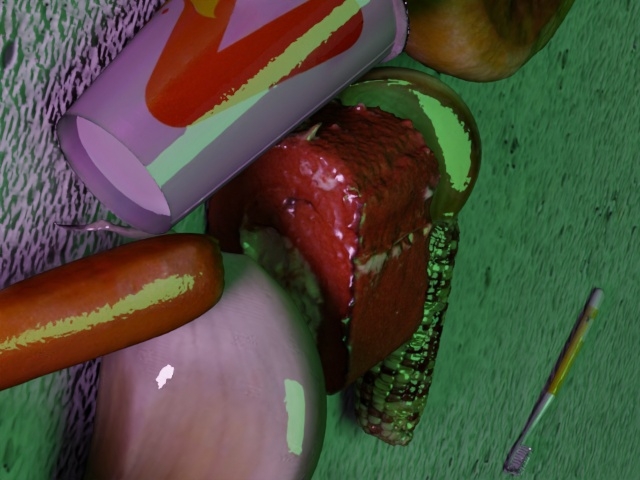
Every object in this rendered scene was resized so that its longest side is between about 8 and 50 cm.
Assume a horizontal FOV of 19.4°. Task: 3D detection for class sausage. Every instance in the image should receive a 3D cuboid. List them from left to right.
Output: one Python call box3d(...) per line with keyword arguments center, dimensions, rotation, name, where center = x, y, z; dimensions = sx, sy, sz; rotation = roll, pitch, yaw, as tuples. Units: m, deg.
box3d(center=(-0.212, 0.065, 1.537), dimensions=(0.300, 0.089, 0.083), rotation=(-21, 85, -24), name="sausage")

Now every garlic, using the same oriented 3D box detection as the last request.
box3d(center=(-0.115, 0.142, 1.734), dimensions=(0.231, 0.246, 0.340), rotation=(-73, 165, -82), name="garlic")
box3d(center=(0.083, -0.118, 1.933), dimensions=(0.128, 0.115, 0.206), rotation=(-42, 118, -3), name="garlic")

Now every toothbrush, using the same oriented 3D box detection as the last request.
box3d(center=(0.315, 0.185, 2.469), dimensions=(0.288, 0.024, 0.021), rotation=(-60, 142, -19), name="toothbrush")

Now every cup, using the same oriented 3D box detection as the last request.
box3d(center=(-0.084, -0.148, 1.636), dimensions=(0.288, 0.203, 0.203), rotation=(-46, 138, -24), name="cup")

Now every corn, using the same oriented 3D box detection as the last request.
box3d(center=(0.088, 0.090, 2.050), dimensions=(0.098, 0.098, 0.290), rotation=(-11, 116, -53), name="corn")

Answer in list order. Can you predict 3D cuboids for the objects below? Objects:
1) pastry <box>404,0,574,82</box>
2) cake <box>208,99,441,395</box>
box3d(center=(0.172, -0.332, 1.939), dimensions=(0.356, 0.164, 0.356), rotation=(-37, 137, -45), name="pastry")
box3d(center=(0.000, 0.000, 1.815), dimensions=(0.151, 0.177, 0.283), rotation=(-31, 133, -45), name="cake")
